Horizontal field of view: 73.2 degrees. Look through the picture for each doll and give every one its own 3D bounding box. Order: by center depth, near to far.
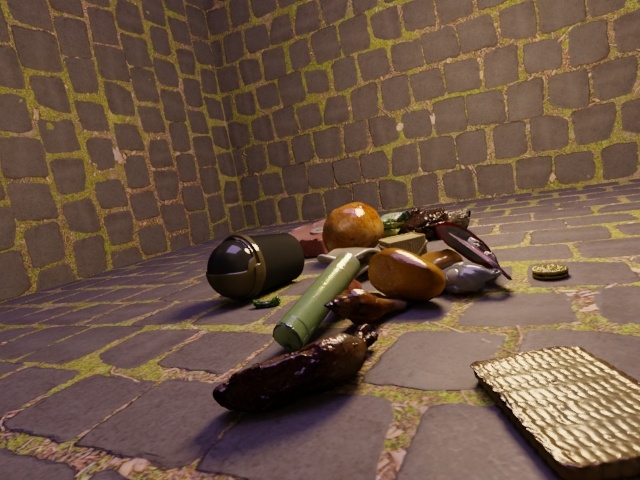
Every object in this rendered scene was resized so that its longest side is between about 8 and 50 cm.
[{"bbox_3d":[0.340,0.097,1.070,0.227,0.075,0.102,-17,21,50],"label":"doll"}]

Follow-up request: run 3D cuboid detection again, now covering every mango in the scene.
[{"bbox_3d":[0.216,0.084,1.056,0.102,0.141,0.217,-22,15,-33],"label":"mango"}]

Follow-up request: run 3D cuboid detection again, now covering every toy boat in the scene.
[{"bbox_3d":[0.401,0.023,1.162,0.219,0.072,0.318,37,15,9],"label":"toy boat"}]

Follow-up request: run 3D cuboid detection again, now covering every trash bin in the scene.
[{"bbox_3d":[-0.222,0.077,1.421,0.214,0.214,0.333,-3,6,42],"label":"trash bin"}]

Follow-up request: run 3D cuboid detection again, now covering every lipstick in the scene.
[{"bbox_3d":[0.000,0.131,0.977,0.076,0.076,0.304,-5,25,34],"label":"lipstick"}]

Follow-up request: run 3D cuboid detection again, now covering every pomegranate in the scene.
[{"bbox_3d":[0.129,-0.030,1.700,0.248,0.248,0.248,-10,8,1],"label":"pomegranate"}]

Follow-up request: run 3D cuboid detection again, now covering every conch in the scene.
[{"bbox_3d":[0.109,0.153,0.975,0.232,0.080,0.086,16,1,-44],"label":"conch"}]

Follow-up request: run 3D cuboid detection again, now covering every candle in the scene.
[{"bbox_3d":[0.000,0.000,2.027,0.316,0.132,0.287,-21,16,-7],"label":"candle"}]

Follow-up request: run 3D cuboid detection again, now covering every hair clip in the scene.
[{"bbox_3d":[0.106,0.069,1.408,0.282,0.113,0.172,-16,10,-42],"label":"hair clip"}]

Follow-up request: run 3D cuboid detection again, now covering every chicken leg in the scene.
[{"bbox_3d":[-0.020,0.209,0.726,0.322,0.083,0.177,-15,-6,-18],"label":"chicken leg"}]

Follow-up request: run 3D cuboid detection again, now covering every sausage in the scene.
[{"bbox_3d":[0.068,0.140,1.126,0.065,0.065,0.169,-8,8,16],"label":"sausage"}]

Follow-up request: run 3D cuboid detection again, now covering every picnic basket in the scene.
[{"bbox_3d":[0.303,0.027,1.584,0.164,0.080,0.115,-12,9,-10],"label":"picnic basket"}]

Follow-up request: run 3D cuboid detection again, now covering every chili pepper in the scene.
[{"bbox_3d":[-0.157,0.183,1.261,0.091,0.034,0.030,-10,-25,10],"label":"chili pepper"}]

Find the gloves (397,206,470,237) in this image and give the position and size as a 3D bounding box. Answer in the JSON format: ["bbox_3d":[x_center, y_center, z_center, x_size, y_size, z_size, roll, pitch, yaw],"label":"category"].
[{"bbox_3d":[0.489,-0.076,1.890,0.312,0.135,0.210,-13,14,3],"label":"gloves"}]

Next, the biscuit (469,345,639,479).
[{"bbox_3d":[0.311,0.198,0.534,0.172,0.029,0.254,-11,8,1],"label":"biscuit"}]

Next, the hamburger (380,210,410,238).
[{"bbox_3d":[0.330,-0.063,2.051,0.214,0.125,0.235,-15,4,6],"label":"hamburger"}]

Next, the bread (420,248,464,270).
[{"bbox_3d":[0.342,0.069,1.220,0.125,0.082,0.106,-8,1,-6],"label":"bread"}]

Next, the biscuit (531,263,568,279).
[{"bbox_3d":[0.574,0.078,1.077,0.084,0.023,0.084,-9,7,1],"label":"biscuit"}]
